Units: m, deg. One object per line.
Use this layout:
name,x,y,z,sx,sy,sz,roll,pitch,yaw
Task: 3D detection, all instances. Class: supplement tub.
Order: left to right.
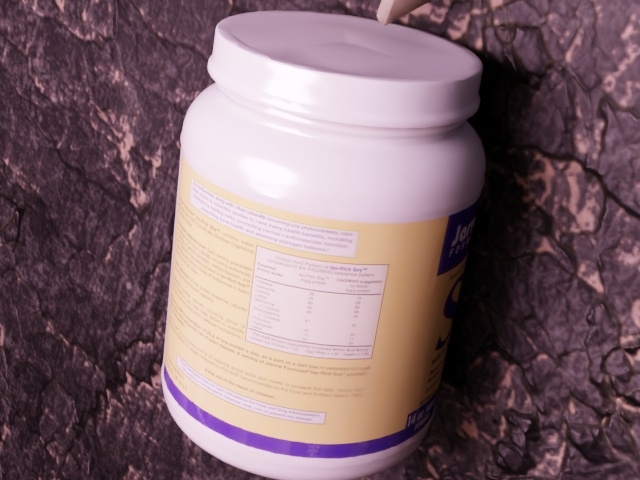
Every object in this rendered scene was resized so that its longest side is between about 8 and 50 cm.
supplement tub,0.000,0.000,0.826,0.241,0.241,0.331,24,119,30

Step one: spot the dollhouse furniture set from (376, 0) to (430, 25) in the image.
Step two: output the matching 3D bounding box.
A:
dollhouse furniture set,0.060,-0.336,0.762,0.212,0.161,0.242,47,150,16
